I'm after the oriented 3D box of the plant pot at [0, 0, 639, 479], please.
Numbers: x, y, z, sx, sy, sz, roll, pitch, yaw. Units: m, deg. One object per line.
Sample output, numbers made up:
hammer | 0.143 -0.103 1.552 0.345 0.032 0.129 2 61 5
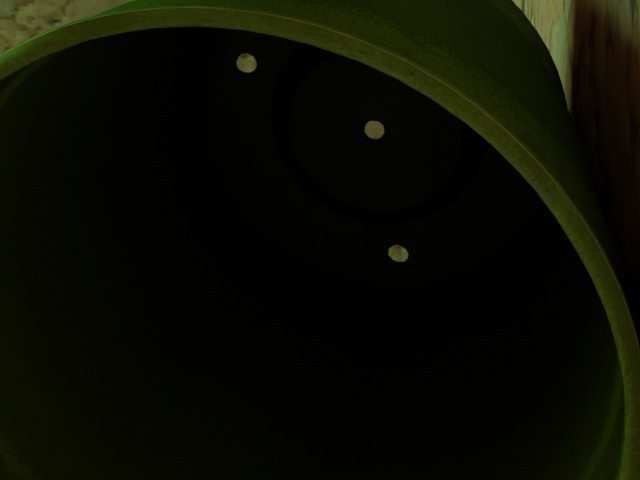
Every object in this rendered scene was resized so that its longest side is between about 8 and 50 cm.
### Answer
plant pot | 0.000 0.000 0.929 0.353 0.366 0.366 -61 -27 -62
